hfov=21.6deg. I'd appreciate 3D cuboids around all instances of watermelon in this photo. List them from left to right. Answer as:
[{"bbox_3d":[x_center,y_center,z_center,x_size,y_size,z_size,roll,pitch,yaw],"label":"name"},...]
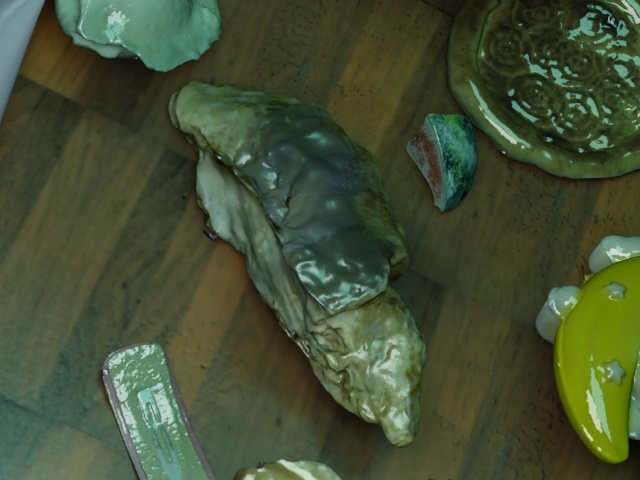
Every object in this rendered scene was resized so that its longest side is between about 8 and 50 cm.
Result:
[{"bbox_3d":[0.099,-0.067,1.419,0.061,0.085,0.085,9,56,31],"label":"watermelon"}]

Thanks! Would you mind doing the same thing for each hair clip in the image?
[{"bbox_3d":[-0.121,0.143,1.262,0.054,0.022,0.137,-18,74,-23],"label":"hair clip"}]

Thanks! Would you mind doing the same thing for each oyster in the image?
[{"bbox_3d":[-0.001,-0.002,1.314,0.166,0.110,0.341,-3,55,-25],"label":"oyster"}]

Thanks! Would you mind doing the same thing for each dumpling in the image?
[{"bbox_3d":[-0.159,-0.212,1.372,0.105,0.149,0.216,-24,51,10],"label":"dumpling"}]

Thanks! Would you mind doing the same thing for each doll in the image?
[{"bbox_3d":[0.290,0.113,1.363,0.252,0.111,0.237,36,46,1],"label":"doll"}]

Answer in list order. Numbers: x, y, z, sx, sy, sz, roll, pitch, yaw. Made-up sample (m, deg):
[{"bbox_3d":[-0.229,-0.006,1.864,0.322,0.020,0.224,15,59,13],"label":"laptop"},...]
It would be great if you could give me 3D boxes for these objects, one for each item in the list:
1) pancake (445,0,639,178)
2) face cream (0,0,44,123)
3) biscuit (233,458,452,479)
[{"bbox_3d":[0.224,-0.151,1.500,0.235,0.029,0.212,-20,76,-23],"label":"pancake"},{"bbox_3d":[-0.296,-0.102,1.271,0.154,0.096,0.273,-2,59,16],"label":"face cream"},{"bbox_3d":[0.016,0.228,1.250,0.183,0.061,0.118,13,66,-10],"label":"biscuit"}]
